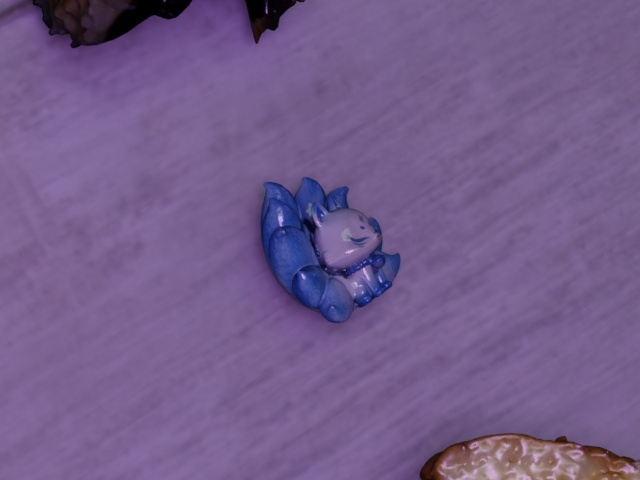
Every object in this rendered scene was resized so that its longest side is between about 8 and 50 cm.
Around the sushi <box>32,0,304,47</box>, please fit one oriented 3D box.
[{"bbox_3d":[-0.088,-0.243,1.141,0.218,0.225,0.239,-3,96,-33],"label":"sushi"}]

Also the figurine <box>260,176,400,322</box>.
[{"bbox_3d":[0.000,0.000,1.162,0.114,0.079,0.114,22,52,-31],"label":"figurine"}]

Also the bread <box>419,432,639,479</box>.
[{"bbox_3d":[0.161,0.207,1.113,0.229,0.139,0.143,16,69,-3],"label":"bread"}]
